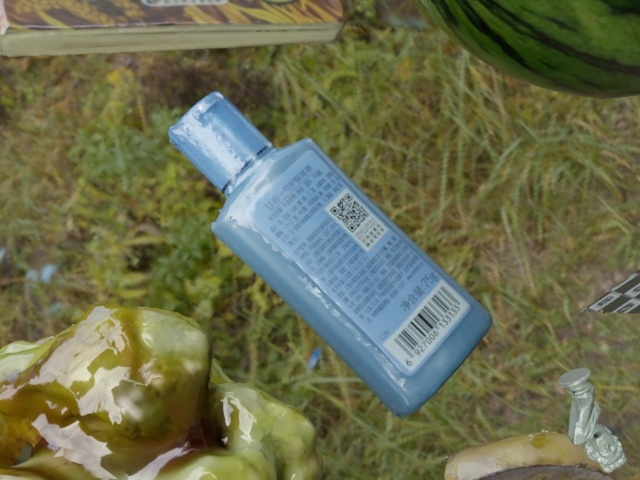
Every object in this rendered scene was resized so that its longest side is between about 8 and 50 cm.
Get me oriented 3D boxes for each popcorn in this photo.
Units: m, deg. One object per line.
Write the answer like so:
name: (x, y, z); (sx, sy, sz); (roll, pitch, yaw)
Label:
popcorn: (-0.133, 0.159, 0.601); (0.276, 0.226, 0.276); (-170, 90, -68)

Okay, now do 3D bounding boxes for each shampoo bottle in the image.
shampoo bottle: (0.000, 0.000, 0.739); (0.104, 0.258, 0.061); (-44, -1, -25)

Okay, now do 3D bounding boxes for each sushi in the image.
sushi: (0.365, 0.031, 1.029); (0.201, 0.031, 0.139); (-34, 4, -8)

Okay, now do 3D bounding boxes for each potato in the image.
potato: (0.268, 0.279, 1.267); (0.138, 0.243, 0.098); (-43, 34, 24)

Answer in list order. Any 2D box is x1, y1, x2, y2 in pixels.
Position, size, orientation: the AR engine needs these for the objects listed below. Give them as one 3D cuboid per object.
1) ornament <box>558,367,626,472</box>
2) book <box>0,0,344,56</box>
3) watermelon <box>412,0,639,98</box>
ornament: (0.240, 0.161, 0.946); (0.041, 0.092, 0.068); (-20, 41, 20)
book: (-0.173, -0.347, 0.959); (0.039, 0.300, 0.428); (118, 139, -55)
watermelon: (0.115, -0.215, 0.515); (0.189, 0.330, 0.331); (-35, 25, -33)
